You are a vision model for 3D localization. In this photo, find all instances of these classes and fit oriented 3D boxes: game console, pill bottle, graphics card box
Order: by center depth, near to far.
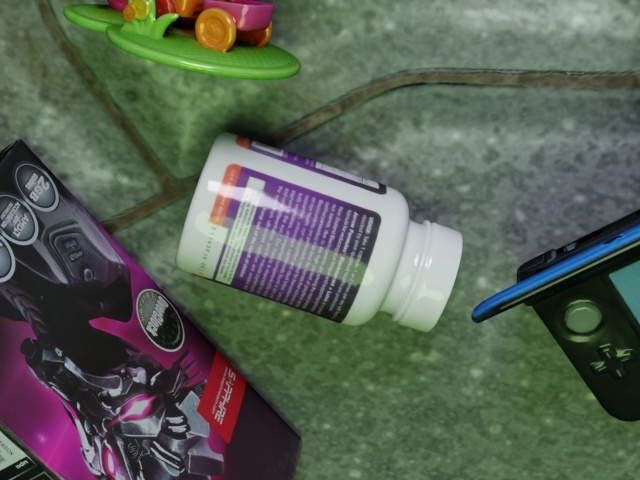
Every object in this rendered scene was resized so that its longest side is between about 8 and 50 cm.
[{"bbox_3d":[0.286,0.035,0.781,0.293,0.173,0.250,-28,114,23],"label":"game console"},{"bbox_3d":[0.000,0.000,0.833,0.193,0.108,0.108,19,122,-4],"label":"pill bottle"},{"bbox_3d":[-0.171,0.129,0.863,0.094,0.233,0.371,-30,113,27],"label":"graphics card box"}]

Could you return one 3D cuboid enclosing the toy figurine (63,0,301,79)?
[{"bbox_3d":[-0.081,-0.204,0.736,0.173,0.130,0.159,21,111,23],"label":"toy figurine"}]
